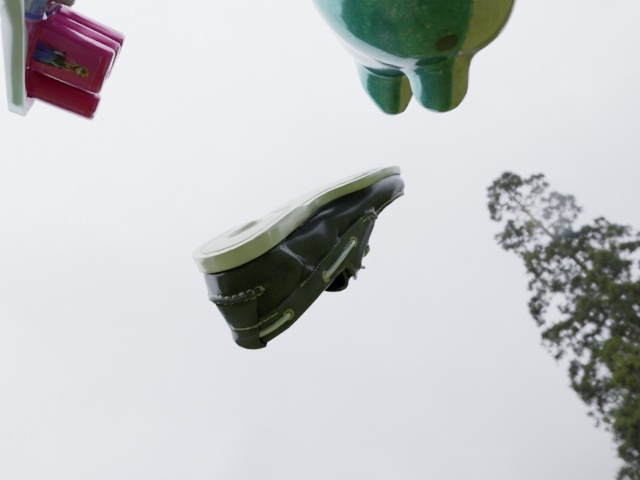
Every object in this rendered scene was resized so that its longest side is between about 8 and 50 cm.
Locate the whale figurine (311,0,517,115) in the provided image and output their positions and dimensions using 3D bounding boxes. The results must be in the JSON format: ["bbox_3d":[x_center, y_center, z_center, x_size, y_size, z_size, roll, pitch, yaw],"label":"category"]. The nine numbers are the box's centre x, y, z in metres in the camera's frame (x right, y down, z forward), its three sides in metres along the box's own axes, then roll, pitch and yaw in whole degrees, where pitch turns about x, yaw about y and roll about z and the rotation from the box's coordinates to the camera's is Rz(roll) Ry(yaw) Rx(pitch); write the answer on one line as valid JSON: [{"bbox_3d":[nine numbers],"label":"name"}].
[{"bbox_3d":[0.048,-0.194,0.515,0.141,0.216,0.272,-13,-11,-10],"label":"whale figurine"}]

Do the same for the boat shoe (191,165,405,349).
[{"bbox_3d":[0.000,0.000,0.497,0.084,0.079,0.233,-16,12,38],"label":"boat shoe"}]

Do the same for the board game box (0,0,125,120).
[{"bbox_3d":[-0.044,-0.282,0.276,0.050,0.389,0.390,19,-19,-20],"label":"board game box"}]
